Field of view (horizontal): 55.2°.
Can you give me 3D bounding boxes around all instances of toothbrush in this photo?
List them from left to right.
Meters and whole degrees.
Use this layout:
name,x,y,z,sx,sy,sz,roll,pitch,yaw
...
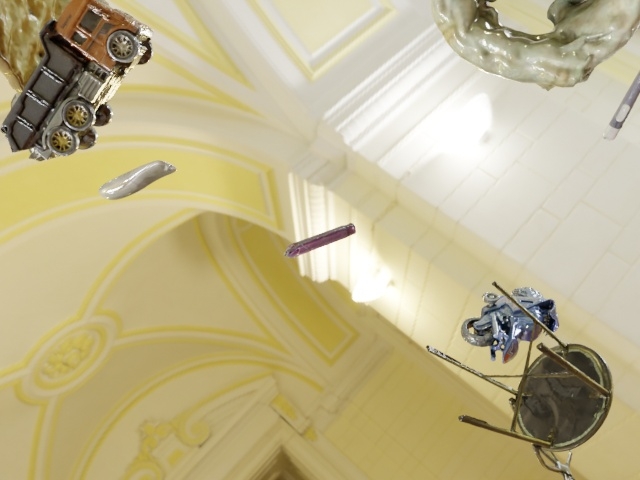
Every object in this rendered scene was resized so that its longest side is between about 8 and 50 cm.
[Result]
name,x,y,z,sx,sy,sz,roll,pitch,yaw
toothbrush,0.505,-0.265,0.950,0.026,0.024,0.288,-44,-24,-32

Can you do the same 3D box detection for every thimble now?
name,x,y,z,sx,sy,sz,roll,pitch,yaw
thimble,0.315,-0.356,0.865,0.291,0.291,0.195,-63,-10,25

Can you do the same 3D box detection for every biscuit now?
name,x,y,z,sx,sy,sz,roll,pitch,yaw
biscuit,-0.580,-0.488,1.258,0.335,0.078,0.329,-63,-11,-47

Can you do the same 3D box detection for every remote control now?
name,x,y,z,sx,sy,sz,roll,pitch,yaw
remote control,-0.476,-0.149,1.581,0.229,0.044,0.073,-18,-23,22

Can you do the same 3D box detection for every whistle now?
name,x,y,z,sx,sy,sz,roll,pitch,yaw
whistle,0.000,0.000,1.385,0.176,0.033,0.033,-20,-32,-16

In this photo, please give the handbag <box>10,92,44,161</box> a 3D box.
name,x,y,z,sx,sy,sz,roll,pitch,yaw
handbag,-0.672,-0.356,1.532,0.332,0.191,0.075,-37,-13,29

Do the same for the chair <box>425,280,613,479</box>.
name,x,y,z,sx,sy,sz,roll,pitch,yaw
chair,0.302,0.209,0.796,0.170,0.326,0.160,-49,25,17

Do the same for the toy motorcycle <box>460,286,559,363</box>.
name,x,y,z,sx,sy,sz,roll,pitch,yaw
toy motorcycle,0.333,0.137,1.040,0.205,0.114,0.076,-24,-54,-34

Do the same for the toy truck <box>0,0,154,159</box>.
name,x,y,z,sx,sy,sz,roll,pitch,yaw
toy truck,-0.269,-0.175,0.677,0.192,0.092,0.083,-53,10,10
